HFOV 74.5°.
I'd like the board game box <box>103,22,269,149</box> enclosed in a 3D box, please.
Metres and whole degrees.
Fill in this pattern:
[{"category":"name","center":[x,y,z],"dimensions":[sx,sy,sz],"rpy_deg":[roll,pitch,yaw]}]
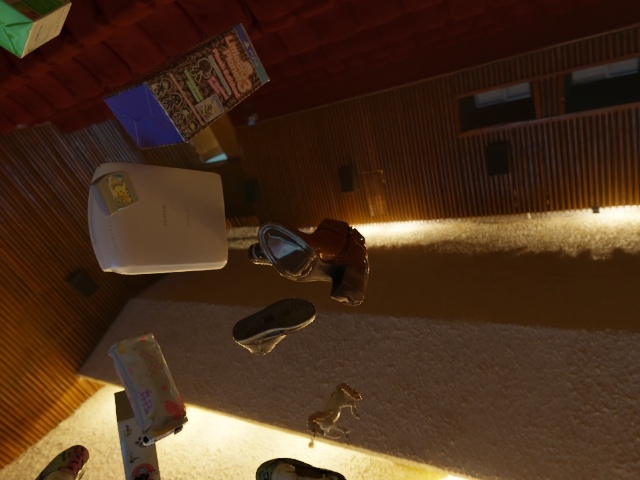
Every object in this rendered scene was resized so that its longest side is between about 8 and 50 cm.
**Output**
[{"category":"board game box","center":[-0.312,-0.359,0.997],"dimensions":[0.231,0.141,0.291],"rpy_deg":[6,-134,43]}]

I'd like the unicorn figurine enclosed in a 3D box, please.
[{"category":"unicorn figurine","center":[0.028,0.386,0.921],"dimensions":[0.060,0.111,0.162],"rpy_deg":[-25,-154,39]}]

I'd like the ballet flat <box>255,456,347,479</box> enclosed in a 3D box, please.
[{"category":"ballet flat","center":[-0.035,0.463,0.817],"dimensions":[0.188,0.070,0.070],"rpy_deg":[7,-145,0]}]

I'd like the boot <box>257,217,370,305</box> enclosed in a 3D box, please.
[{"category":"boot","center":[0.000,0.000,0.968],"dimensions":[0.109,0.283,0.220],"rpy_deg":[-52,-165,35]}]

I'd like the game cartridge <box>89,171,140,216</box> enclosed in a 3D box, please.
[{"category":"game cartridge","center":[-0.299,-0.071,0.615],"dimensions":[0.017,0.056,0.083],"rpy_deg":[-18,-163,12]}]

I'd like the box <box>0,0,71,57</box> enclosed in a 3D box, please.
[{"category":"box","center":[-0.869,-0.659,1.137],"dimensions":[0.126,0.261,0.231],"rpy_deg":[-41,-151,30]}]

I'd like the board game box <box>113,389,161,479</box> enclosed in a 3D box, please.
[{"category":"board game box","center":[-0.551,0.630,1.275],"dimensions":[0.097,0.304,0.224],"rpy_deg":[-8,-173,-26]}]

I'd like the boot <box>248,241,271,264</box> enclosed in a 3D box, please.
[{"category":"boot","center":[-0.073,0.030,1.120],"dimensions":[0.136,0.077,0.197],"rpy_deg":[-18,168,40]}]

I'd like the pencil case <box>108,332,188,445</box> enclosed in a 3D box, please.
[{"category":"pencil case","center":[-0.442,0.375,1.074],"dimensions":[0.113,0.273,0.124],"rpy_deg":[-36,165,34]}]

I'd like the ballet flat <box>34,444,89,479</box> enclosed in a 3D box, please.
[{"category":"ballet flat","center":[-0.550,0.511,0.824],"dimensions":[0.221,0.077,0.079],"rpy_deg":[-46,-166,-14]}]

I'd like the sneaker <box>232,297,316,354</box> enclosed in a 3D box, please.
[{"category":"sneaker","center":[-0.106,0.224,1.095],"dimensions":[0.221,0.118,0.083],"rpy_deg":[-18,-127,6]}]

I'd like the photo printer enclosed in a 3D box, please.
[{"category":"photo printer","center":[-0.378,-0.052,0.997],"dimensions":[0.307,0.256,0.107],"rpy_deg":[0,172,-45]}]

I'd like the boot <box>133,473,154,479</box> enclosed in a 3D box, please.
[{"category":"boot","center":[-0.483,0.693,1.111],"dimensions":[0.099,0.045,0.121],"rpy_deg":[40,-98,24]}]
